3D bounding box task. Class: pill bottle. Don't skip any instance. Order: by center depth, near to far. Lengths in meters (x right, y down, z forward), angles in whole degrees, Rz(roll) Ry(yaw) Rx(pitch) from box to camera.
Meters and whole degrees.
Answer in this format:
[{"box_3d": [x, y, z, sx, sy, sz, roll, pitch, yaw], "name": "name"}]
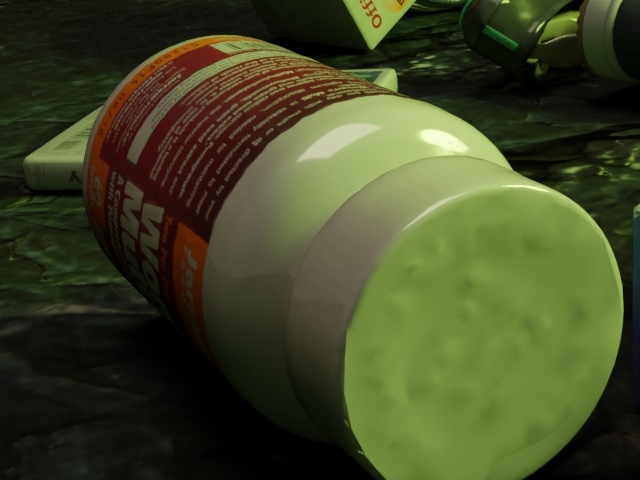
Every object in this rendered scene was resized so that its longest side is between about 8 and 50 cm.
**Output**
[{"box_3d": [0.000, 0.000, 0.464, 0.121, 0.121, 0.221, -14, 23, -22], "name": "pill bottle"}]

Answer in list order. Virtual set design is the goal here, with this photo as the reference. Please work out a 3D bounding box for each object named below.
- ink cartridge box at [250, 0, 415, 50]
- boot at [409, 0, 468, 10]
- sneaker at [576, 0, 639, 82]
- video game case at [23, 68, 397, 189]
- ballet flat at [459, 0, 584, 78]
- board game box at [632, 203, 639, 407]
[{"box_3d": [0.023, -0.259, 1.031, 0.127, 0.128, 0.176, 18, 62, 46], "name": "ink cartridge box"}, {"box_3d": [0.152, -0.239, 1.112, 0.190, 0.069, 0.086, -17, 18, -29], "name": "boot"}, {"box_3d": [0.314, -0.156, 0.822, 0.282, 0.099, 0.153, -24, 26, -31], "name": "sneaker"}, {"box_3d": [-0.059, -0.072, 0.803, 0.183, 0.023, 0.201, 0, 21, 15], "name": "video game case"}, {"box_3d": [0.180, -0.152, 0.901, 0.074, 0.074, 0.203, 14, 22, 41], "name": "ballet flat"}, {"box_3d": [0.305, -0.012, 0.481, 0.233, 0.078, 0.347, 13, 28, 39], "name": "board game box"}]
